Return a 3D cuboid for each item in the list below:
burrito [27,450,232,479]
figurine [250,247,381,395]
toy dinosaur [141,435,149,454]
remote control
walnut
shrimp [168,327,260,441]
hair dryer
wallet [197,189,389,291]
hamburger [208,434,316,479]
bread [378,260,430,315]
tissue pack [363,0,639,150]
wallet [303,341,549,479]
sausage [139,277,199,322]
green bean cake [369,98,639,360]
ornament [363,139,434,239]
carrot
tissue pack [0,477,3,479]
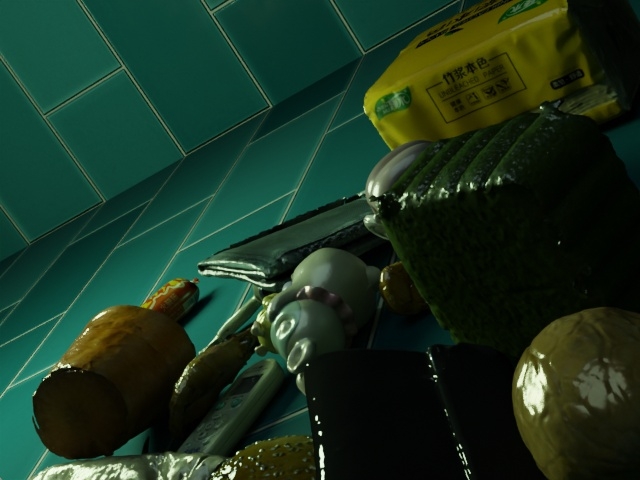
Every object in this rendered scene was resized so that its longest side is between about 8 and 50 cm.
[{"bbox_3d":[-0.246,0.319,1.416,0.392,0.076,0.117,-10,41,36],"label":"burrito"},{"bbox_3d":[-0.022,0.117,1.537,0.155,0.127,0.235,4,36,26],"label":"figurine"},{"bbox_3d":[-0.238,0.322,1.519,0.126,0.039,0.162,-8,36,44],"label":"toy dinosaur"},{"bbox_3d":[-0.119,0.239,1.526,0.078,0.042,0.221,-19,21,43],"label":"remote control"},{"bbox_3d":[0.240,0.138,0.925,0.165,0.165,0.197,-30,20,11],"label":"walnut"},{"bbox_3d":[-0.145,0.189,1.621,0.262,0.066,0.117,-35,-33,-54],"label":"shrimp"},{"bbox_3d":[-0.120,0.112,1.905,0.199,0.067,0.167,-45,4,16],"label":"hair dryer"},{"bbox_3d":[0.000,0.000,1.825,0.342,0.075,0.237,-25,17,-31],"label":"wallet"},{"bbox_3d":[-0.046,0.289,1.111,0.189,0.122,0.215,-24,22,18],"label":"hamburger"},{"bbox_3d":[0.116,0.063,1.520,0.046,0.083,0.081,132,153,-69],"label":"bread"},{"bbox_3d":[0.304,-0.271,1.842,0.382,0.228,0.293,-21,19,34],"label":"tissue pack"},{"bbox_3d":[0.104,0.199,1.047,0.228,0.062,0.406,-4,19,-2],"label":"wallet"},{"bbox_3d":[-0.309,0.151,2.079,0.083,0.083,0.264,-12,26,51],"label":"sausage"},{"bbox_3d":[0.215,0.000,1.213,0.156,0.247,0.250,-45,19,-31],"label":"green bean cake"},{"bbox_3d":[0.144,-0.049,1.620,0.177,0.177,0.177,-31,17,10],"label":"ornament"},{"bbox_3d":[-0.294,0.216,1.606,0.196,0.196,0.254,-28,9,17],"label":"carrot"},{"bbox_3d":[-0.518,0.412,1.692,0.148,0.092,0.246,-41,18,-18],"label":"tissue pack"}]
